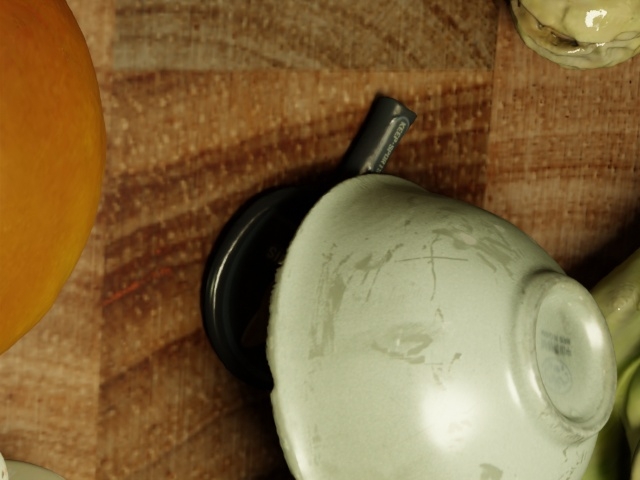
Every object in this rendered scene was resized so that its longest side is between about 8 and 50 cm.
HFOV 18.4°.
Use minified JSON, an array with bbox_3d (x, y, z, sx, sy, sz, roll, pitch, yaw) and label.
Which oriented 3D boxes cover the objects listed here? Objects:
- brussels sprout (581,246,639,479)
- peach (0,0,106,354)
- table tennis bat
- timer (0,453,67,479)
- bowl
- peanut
[{"bbox_3d":[0.415,0.146,1.583,0.425,0.342,0.361,53,29,7],"label":"brussels sprout"},{"bbox_3d":[-0.285,-0.071,1.040,0.343,0.343,0.302,-31,119,-26],"label":"peach"},{"bbox_3d":[0.000,0.000,1.447,0.150,0.027,0.236,35,82,-37],"label":"table tennis bat"},{"bbox_3d":[-0.207,0.179,1.175,0.175,0.175,0.266,-42,159,-20],"label":"timer"},{"bbox_3d":[0.118,0.092,1.378,0.313,0.146,0.313,18,67,-48],"label":"bowl"},{"bbox_3d":[0.267,-0.208,1.520,0.290,0.130,0.130,-21,112,-28],"label":"peanut"}]
